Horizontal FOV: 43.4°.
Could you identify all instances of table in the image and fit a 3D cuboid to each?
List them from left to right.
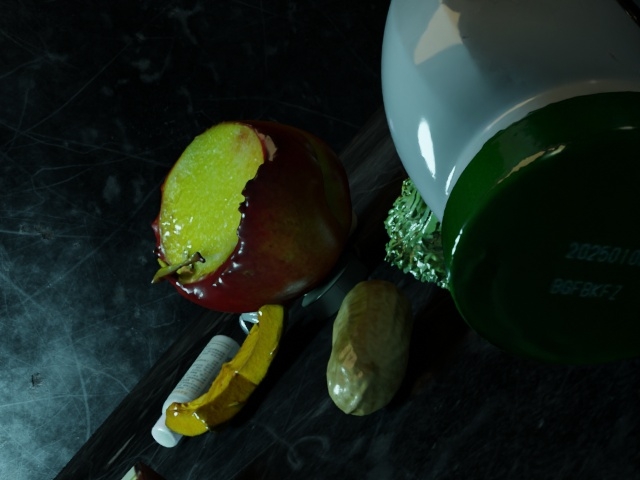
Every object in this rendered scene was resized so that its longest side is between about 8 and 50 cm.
[{"bbox_3d":[0.026,0.084,1.468,0.133,0.043,0.133,-45,9,9],"label":"table"}]

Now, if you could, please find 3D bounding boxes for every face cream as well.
[{"bbox_3d":[-0.255,0.310,1.657,0.082,0.082,0.269,-38,12,44],"label":"face cream"},{"bbox_3d":[0.186,-0.097,0.659,0.219,0.313,0.356,-40,30,30],"label":"face cream"}]

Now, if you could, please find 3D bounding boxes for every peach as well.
[{"bbox_3d":[-0.110,-0.037,1.475,0.406,0.310,0.334,-37,50,38],"label":"peach"}]

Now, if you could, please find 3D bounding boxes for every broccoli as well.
[{"bbox_3d":[0.162,-0.052,0.921,0.220,0.194,0.194,-24,9,0],"label":"broccoli"}]

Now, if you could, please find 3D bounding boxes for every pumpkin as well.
[{"bbox_3d":[-0.162,0.246,1.465,0.258,0.095,0.290,-54,8,-21],"label":"pumpkin"}]

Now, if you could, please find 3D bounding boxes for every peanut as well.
[{"bbox_3d":[0.060,0.127,0.970,0.108,0.095,0.226,-60,6,27],"label":"peanut"}]

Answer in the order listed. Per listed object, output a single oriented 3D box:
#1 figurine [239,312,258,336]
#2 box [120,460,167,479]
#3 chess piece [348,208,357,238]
[{"bbox_3d":[-0.131,0.173,1.761,0.086,0.082,0.094,-30,37,6],"label":"figurine"},{"bbox_3d":[-0.289,0.475,0.941,0.385,0.122,0.344,-49,9,-14],"label":"box"},{"bbox_3d":[0.000,0.000,1.755,0.143,0.142,0.261,-40,4,38],"label":"chess piece"}]
